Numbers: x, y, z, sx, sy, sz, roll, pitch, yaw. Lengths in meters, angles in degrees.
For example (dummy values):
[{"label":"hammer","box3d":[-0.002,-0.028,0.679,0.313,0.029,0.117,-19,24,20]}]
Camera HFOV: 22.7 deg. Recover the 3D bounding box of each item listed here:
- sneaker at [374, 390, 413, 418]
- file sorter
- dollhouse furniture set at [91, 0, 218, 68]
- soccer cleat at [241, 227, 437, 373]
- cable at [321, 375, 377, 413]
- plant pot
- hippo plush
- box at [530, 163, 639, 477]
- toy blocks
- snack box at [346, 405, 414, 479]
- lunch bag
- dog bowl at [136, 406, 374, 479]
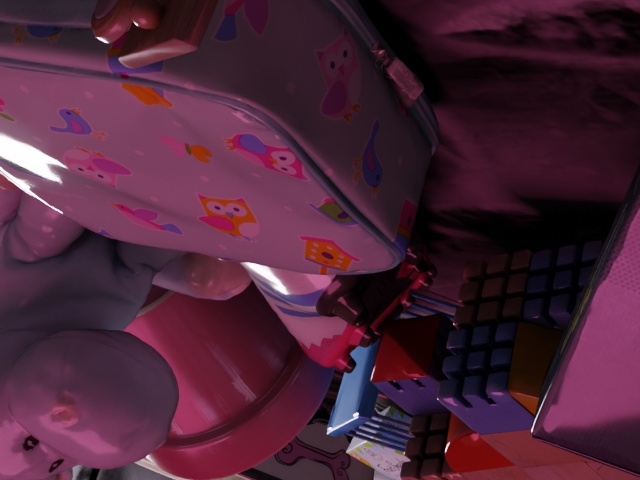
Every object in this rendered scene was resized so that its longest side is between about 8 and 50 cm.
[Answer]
[{"label":"sneaker","box3d":[0.139,0.163,1.537,0.227,0.087,0.130,21,168,8]},{"label":"file sorter","box3d":[0.081,0.119,1.380,0.104,0.118,0.170,19,166,-5]},{"label":"dollhouse furniture set","box3d":[-0.118,-0.152,0.610,0.151,0.123,0.144,28,164,-27]},{"label":"soccer cleat","box3d":[0.000,0.000,1.108,0.143,0.116,0.331,42,172,10]},{"label":"cable","box3d":[-0.054,0.134,1.814,0.287,0.072,0.139,12,152,-17]},{"label":"plant pot","box3d":[-0.113,0.073,1.358,0.201,0.201,0.180,9,146,39]},{"label":"hippo plush","box3d":[-0.201,0.044,1.132,0.294,0.237,0.234,-5,145,31]},{"label":"box","box3d":[0.225,0.043,0.797,0.183,0.059,0.233,20,136,4]},{"label":"toy blocks","box3d":[0.180,0.102,1.009,0.381,0.191,0.261,-12,140,37]},{"label":"snack box","box3d":[0.087,0.205,1.523,0.100,0.037,0.141,31,163,-1]},{"label":"lunch bag","box3d":[-0.080,-0.081,0.858,0.279,0.108,0.224,9,156,31]},{"label":"dog bowl","box3d":[-0.108,0.240,2.036,0.408,0.150,0.408,19,165,5]}]
